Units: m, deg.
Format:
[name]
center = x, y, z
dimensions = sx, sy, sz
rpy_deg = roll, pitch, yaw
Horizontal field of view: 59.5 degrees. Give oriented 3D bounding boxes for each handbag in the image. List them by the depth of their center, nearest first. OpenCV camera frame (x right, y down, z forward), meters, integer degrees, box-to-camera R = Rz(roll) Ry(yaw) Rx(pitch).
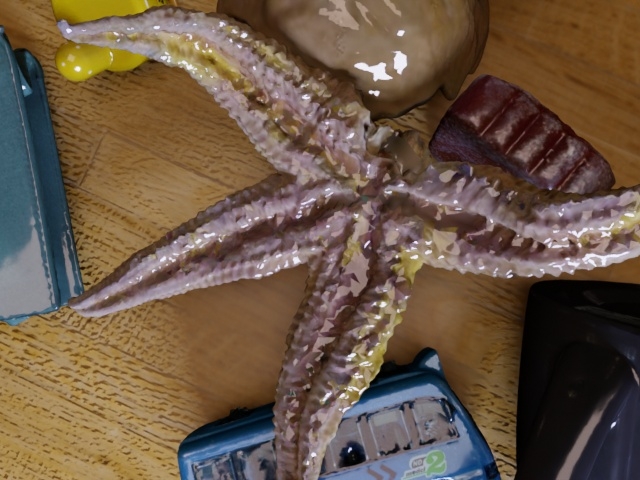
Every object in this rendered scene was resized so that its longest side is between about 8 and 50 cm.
[handbag]
center = -0.371, -0.040, 0.510
dimensions = 0.268, 0.100, 0.274
rpy_deg = -14, 88, -2

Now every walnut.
[walnut]
center = 0.030, -0.209, 0.457
dimensions = 0.238, 0.141, 0.204
rpy_deg = -3, 60, -1

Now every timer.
[timer]
center = -0.194, -0.202, 0.501
dimensions = 0.107, 0.109, 0.107
rpy_deg = 12, 129, 15

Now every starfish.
[starfish]
center = 0.001, -0.003, 0.389
dimensions = 0.398, 0.132, 0.384
rpy_deg = 37, 99, 3

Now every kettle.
[kettle]
center = 0.221, 0.187, 0.410
dimensions = 0.268, 0.207, 0.290
rpy_deg = 1, 100, -34

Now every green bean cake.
[green bean cake]
center = 0.162, -0.068, 0.468
dimensions = 0.135, 0.136, 0.056
rpy_deg = 42, 88, 5

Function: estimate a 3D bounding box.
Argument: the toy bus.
[toy bus]
center = 0.014, 0.187, 0.473
dimensions = 0.246, 0.113, 0.134
rpy_deg = -17, 81, 3
